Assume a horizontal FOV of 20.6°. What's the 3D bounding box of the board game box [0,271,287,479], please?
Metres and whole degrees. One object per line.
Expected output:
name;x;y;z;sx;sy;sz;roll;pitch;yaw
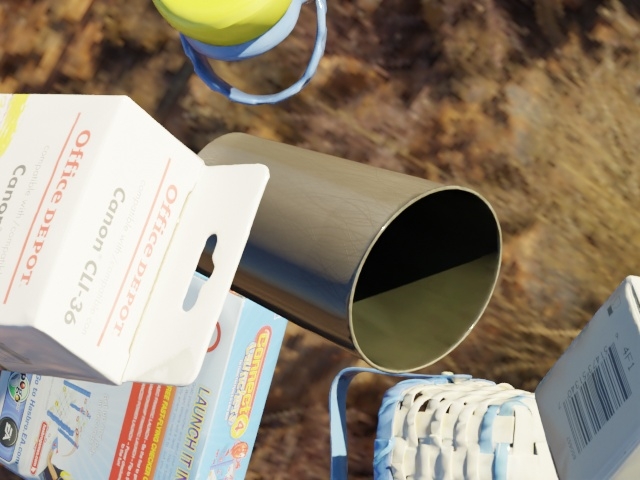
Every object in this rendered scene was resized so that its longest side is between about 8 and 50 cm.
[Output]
board game box;-0.203;0.146;1.888;0.302;0.086;0.308;25;106;33

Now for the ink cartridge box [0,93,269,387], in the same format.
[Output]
ink cartridge box;-0.131;-0.003;0.793;0.198;0.067;0.115;3;66;35

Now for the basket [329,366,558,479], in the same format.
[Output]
basket;0.116;0.252;1.701;0.289;0.201;0.255;-2;84;40

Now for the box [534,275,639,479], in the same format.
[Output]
box;0.268;0.109;0.995;0.094;0.275;0.113;-101;32;-42

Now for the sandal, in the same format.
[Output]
sandal;-0.048;-0.209;1.201;0.126;0.138;0.317;-5;47;13

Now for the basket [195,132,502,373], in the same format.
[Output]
basket;0.000;0.000;1.448;0.227;0.204;0.154;20;106;35
